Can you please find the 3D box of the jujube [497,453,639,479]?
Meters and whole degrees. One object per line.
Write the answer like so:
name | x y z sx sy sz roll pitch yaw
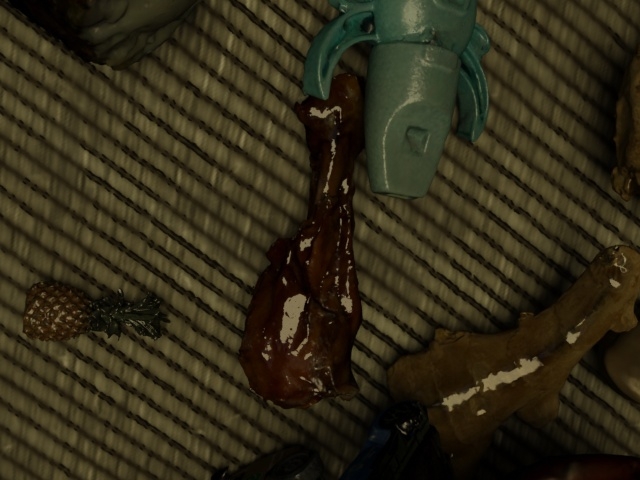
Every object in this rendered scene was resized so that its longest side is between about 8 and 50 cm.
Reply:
jujube | 0.236 0.313 0.665 0.258 0.376 0.258 -12 62 22

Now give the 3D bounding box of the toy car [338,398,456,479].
toy car | 0.046 0.215 0.633 0.063 0.216 0.103 -18 103 35

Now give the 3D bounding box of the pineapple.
pineapple | -0.198 0.069 0.716 0.124 0.058 0.058 8 97 -7

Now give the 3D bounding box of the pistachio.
pistachio | 0.332 0.113 0.750 0.149 0.113 0.113 13 96 -6

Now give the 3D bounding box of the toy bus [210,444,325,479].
toy bus | -0.052 0.295 0.649 0.157 0.289 0.139 -24 101 10

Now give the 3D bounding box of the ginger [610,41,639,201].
ginger | 0.437 -0.110 0.707 0.375 0.166 0.236 -8 89 1

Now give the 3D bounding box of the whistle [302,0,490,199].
whistle | 0.083 -0.172 0.679 0.186 0.093 0.274 10 87 -32

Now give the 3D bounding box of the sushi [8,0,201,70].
sushi | -0.129 -0.281 0.624 0.343 0.196 0.182 -44 81 -4

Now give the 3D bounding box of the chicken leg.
chicken leg | 0.000 0.000 0.719 0.113 0.093 0.304 11 88 -25

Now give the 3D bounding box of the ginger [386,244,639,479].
ginger | 0.162 0.128 0.734 0.333 0.081 0.148 -43 85 15
